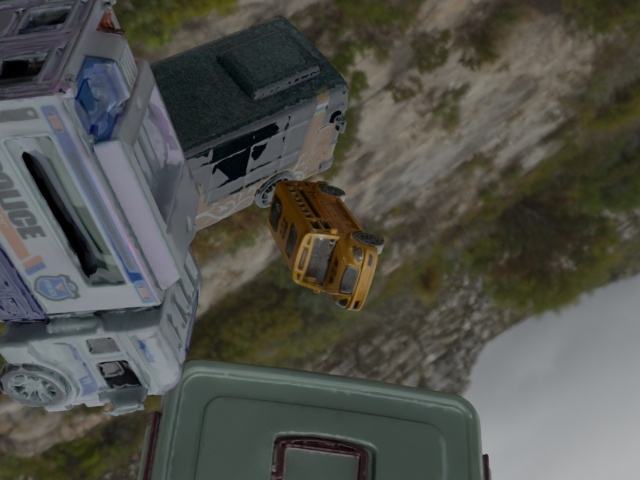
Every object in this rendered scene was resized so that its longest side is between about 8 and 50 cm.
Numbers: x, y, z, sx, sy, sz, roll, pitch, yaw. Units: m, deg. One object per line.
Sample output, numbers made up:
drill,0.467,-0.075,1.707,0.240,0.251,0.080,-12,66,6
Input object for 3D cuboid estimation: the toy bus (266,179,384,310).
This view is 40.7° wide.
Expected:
toy bus,0.000,0.000,0.835,0.074,0.162,0.069,7,115,-22

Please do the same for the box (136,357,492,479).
box,-0.012,0.230,0.757,0.294,0.193,0.167,9,149,-8

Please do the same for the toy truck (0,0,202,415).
toy truck,-0.152,-0.008,0.527,0.155,0.124,0.268,-5,137,11

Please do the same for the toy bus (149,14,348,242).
toy bus,-0.112,-0.108,0.883,0.275,0.138,0.167,-28,155,-29
